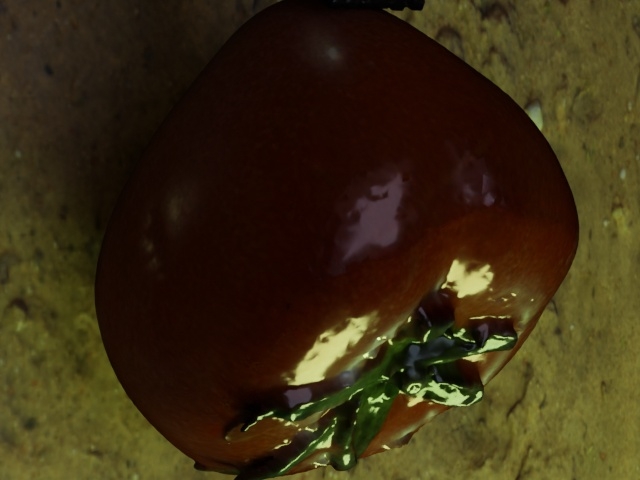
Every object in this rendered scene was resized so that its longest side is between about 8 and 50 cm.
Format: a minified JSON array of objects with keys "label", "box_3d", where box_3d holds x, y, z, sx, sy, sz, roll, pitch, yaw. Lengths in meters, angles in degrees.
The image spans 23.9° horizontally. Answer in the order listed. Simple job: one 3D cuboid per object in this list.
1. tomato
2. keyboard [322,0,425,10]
[{"label":"tomato","box_3d":[0.000,0.000,1.042,0.341,0.341,0.273,-5,49,-42]},{"label":"keyboard","box_3d":[-0.039,-0.255,1.028,0.106,0.317,0.027,-9,138,-39]}]
